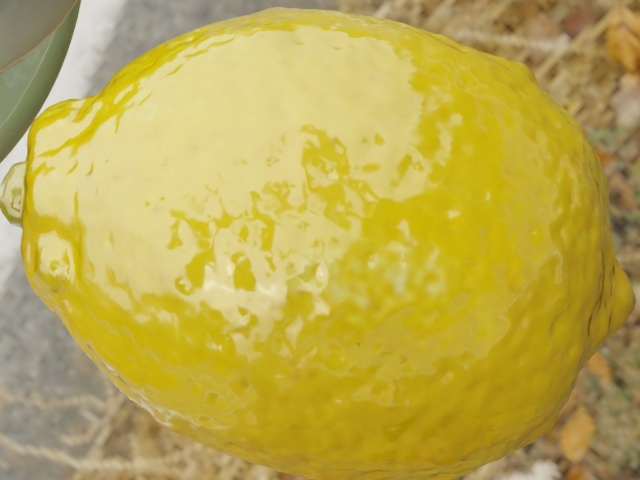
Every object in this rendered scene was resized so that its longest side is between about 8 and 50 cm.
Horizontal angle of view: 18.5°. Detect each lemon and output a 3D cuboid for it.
[{"bbox_3d":[0.000,0.000,0.472,0.114,0.155,0.114,-166,90,-89],"label":"lemon"}]

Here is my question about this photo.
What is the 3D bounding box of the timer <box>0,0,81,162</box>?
[{"bbox_3d":[-0.177,-0.119,0.655,0.315,0.291,0.291,-4,56,57],"label":"timer"}]
